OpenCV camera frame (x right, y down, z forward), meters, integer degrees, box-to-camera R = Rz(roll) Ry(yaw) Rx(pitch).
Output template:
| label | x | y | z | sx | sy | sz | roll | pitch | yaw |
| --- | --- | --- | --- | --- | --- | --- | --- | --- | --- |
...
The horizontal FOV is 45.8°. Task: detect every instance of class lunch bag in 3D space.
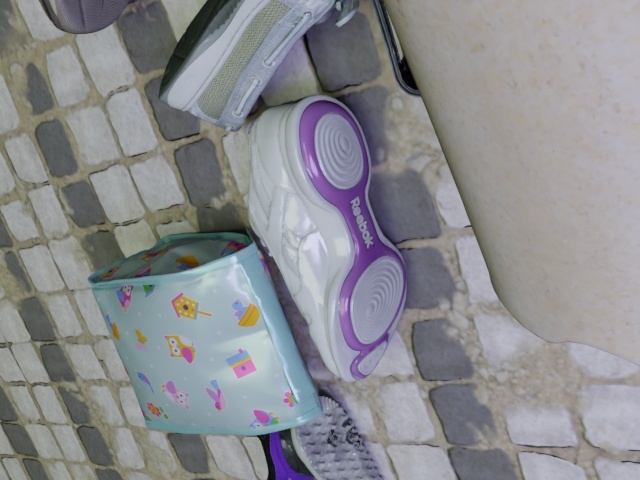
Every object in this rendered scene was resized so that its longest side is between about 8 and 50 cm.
| label | x | y | z | sx | sy | sz | roll | pitch | yaw |
| --- | --- | --- | --- | --- | --- | --- | --- | --- | --- |
| lunch bag | -0.122 | 0.107 | 0.894 | 0.262 | 0.160 | 0.223 | -7 | 108 | 44 |

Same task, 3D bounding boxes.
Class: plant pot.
| label | x | y | z | sx | sy | sz | roll | pitch | yaw |
| --- | --- | --- | --- | --- | --- | --- | --- | --- | --- |
| plant pot | 0.172 | -0.118 | 0.390 | 0.334 | 0.334 | 0.305 | 3 | 124 | 35 |

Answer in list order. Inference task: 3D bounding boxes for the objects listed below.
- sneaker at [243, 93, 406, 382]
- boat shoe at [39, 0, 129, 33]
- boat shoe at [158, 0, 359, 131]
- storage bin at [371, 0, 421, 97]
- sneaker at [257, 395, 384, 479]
| label | x | y | z | sx | sy | sz | roll | pitch | yaw |
| --- | --- | --- | --- | --- | --- | --- | --- | --- | --- |
| sneaker | 0.000 | 0.000 | 0.800 | 0.152 | 0.114 | 0.305 | 5 | 112 | 49 |
| boat shoe | -0.274 | -0.395 | 0.776 | 0.130 | 0.132 | 0.355 | 12 | 112 | 42 |
| boat shoe | -0.036 | -0.213 | 0.706 | 0.103 | 0.118 | 0.320 | 28 | 135 | -27 |
| storage bin | 0.140 | -0.195 | 0.594 | 0.180 | 0.084 | 0.122 | -8 | 108 | 37 |
| sneaker | 0.007 | 0.333 | 0.965 | 0.146 | 0.102 | 0.293 | -18 | 97 | 44 |
